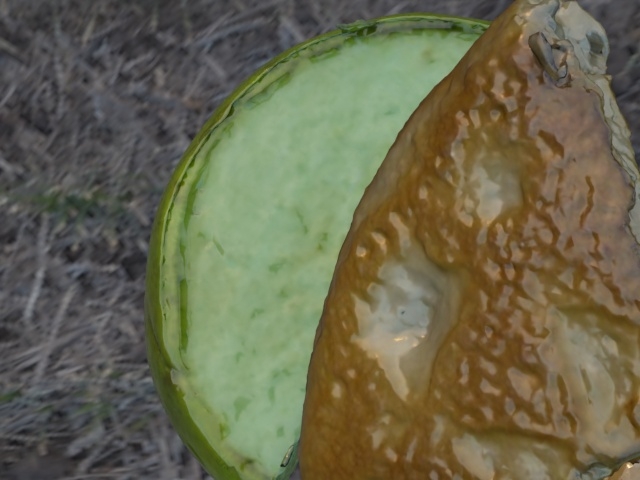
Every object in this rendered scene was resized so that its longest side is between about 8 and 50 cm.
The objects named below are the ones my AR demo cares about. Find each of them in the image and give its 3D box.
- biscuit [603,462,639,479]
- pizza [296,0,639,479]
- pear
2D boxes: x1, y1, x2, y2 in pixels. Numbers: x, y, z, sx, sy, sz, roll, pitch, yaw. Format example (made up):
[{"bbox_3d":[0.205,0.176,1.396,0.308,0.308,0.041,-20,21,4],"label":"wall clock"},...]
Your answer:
[{"bbox_3d":[0.270,0.148,1.402,0.162,0.250,0.035,-63,140,-36],"label":"biscuit"},{"bbox_3d":[0.071,0.019,0.552,0.062,0.161,0.182,1,110,-45],"label":"pizza"},{"bbox_3d":[-0.005,0.001,1.011,0.139,0.239,0.288,27,84,12],"label":"pear"}]
